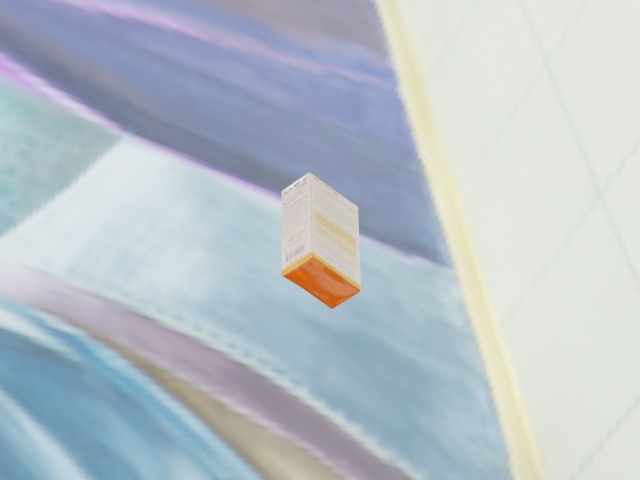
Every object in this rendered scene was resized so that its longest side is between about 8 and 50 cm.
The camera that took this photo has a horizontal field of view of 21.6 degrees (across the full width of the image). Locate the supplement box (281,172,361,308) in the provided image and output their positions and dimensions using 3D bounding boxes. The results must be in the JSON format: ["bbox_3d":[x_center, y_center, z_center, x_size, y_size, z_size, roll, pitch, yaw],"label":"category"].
[{"bbox_3d":[0.000,0.000,1.406,0.036,0.062,0.098,-33,38,30],"label":"supplement box"}]
